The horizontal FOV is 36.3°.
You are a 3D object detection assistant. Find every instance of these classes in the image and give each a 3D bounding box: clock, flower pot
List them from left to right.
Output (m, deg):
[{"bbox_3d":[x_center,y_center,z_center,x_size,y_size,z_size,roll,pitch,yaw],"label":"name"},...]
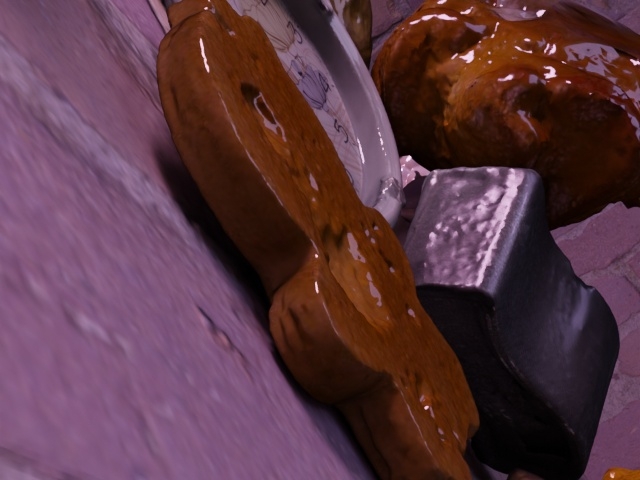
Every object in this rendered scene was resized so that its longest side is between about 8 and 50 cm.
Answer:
[{"bbox_3d":[-0.029,-0.098,0.602,0.236,0.053,0.236,43,30,-34],"label":"clock"},{"bbox_3d":[0.127,0.064,0.672,0.229,0.103,0.108,55,47,-33],"label":"flower pot"}]

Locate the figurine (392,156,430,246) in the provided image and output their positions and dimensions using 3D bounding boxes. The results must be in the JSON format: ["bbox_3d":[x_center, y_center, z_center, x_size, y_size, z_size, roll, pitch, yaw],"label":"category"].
[{"bbox_3d":[0.110,-0.001,0.852,0.162,0.141,0.237,58,3,-42],"label":"figurine"}]

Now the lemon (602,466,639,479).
[{"bbox_3d":[0.359,0.326,1.036,0.142,0.142,0.187,44,18,-58],"label":"lemon"}]

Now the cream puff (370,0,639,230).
[{"bbox_3d":[0.160,-0.107,0.744,0.241,0.155,0.269,32,22,28],"label":"cream puff"}]

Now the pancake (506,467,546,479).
[{"bbox_3d":[0.244,0.219,0.608,0.294,0.049,0.294,23,-5,2],"label":"pancake"}]

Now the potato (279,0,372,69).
[{"bbox_3d":[-0.040,-0.190,0.760,0.137,0.155,0.200,-4,-37,45],"label":"potato"}]

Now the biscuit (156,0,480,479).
[{"bbox_3d":[-0.003,0.001,0.437,0.249,0.035,0.184,59,15,-7],"label":"biscuit"}]
